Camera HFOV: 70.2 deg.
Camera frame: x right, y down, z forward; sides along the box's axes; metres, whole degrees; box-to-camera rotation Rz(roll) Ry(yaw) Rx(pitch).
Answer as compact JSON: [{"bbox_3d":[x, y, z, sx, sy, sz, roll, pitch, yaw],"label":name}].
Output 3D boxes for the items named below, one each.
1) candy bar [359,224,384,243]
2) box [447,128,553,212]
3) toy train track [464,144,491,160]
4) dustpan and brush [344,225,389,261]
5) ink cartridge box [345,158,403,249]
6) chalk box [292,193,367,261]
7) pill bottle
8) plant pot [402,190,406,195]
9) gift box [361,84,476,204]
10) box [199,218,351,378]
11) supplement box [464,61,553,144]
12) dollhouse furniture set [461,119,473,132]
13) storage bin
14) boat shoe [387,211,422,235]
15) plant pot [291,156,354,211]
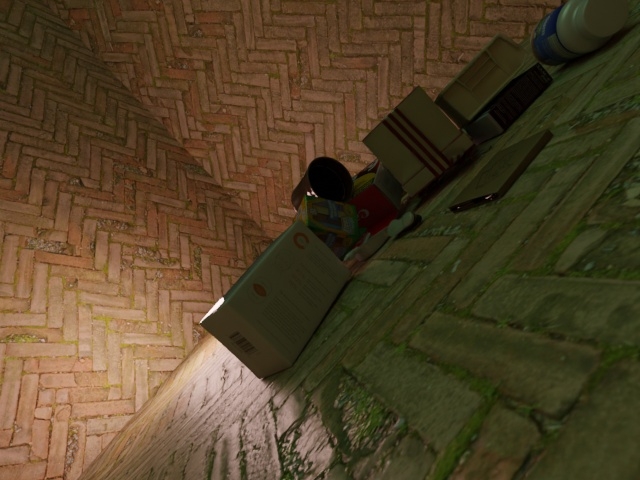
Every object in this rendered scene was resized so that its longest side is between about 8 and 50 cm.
[{"bbox_3d":[0.158,-0.006,1.464,0.161,0.018,0.040,-41,7,32],"label":"candy bar"},{"bbox_3d":[0.381,-0.145,0.975,0.201,0.021,0.164,-45,7,-18],"label":"box"},{"bbox_3d":[0.440,-0.240,1.269,0.083,0.014,0.048,-29,8,45],"label":"toy train track"},{"bbox_3d":[0.122,0.022,1.308,0.147,0.060,0.211,-39,8,36],"label":"dustpan and brush"},{"bbox_3d":[0.116,-0.100,1.518,0.309,0.130,0.272,-35,20,35],"label":"ink cartridge box"},{"bbox_3d":[0.034,-0.029,1.360,0.132,0.212,0.132,120,155,-47],"label":"chalk box"},{"bbox_3d":[0.700,-0.580,1.242,0.152,0.152,0.272,-43,6,8],"label":"pill bottle"},{"bbox_3d":[0.290,-0.205,1.683,0.083,0.081,0.081,-23,17,37],"label":"plant pot"},{"bbox_3d":[0.283,-0.275,1.345,0.255,0.258,0.276,-42,7,23],"label":"gift box"},{"bbox_3d":[-0.105,0.146,1.187,0.168,0.215,0.345,-37,11,46],"label":"box"},{"bbox_3d":[0.552,-0.401,1.344,0.239,0.073,0.130,-45,5,-9],"label":"supplement box"},{"bbox_3d":[0.500,-0.366,1.647,0.144,0.123,0.151,-39,43,38],"label":"dollhouse furniture set"},{"bbox_3d":[0.484,-0.476,1.430,0.260,0.123,0.262,-46,-4,4],"label":"storage bin"},{"bbox_3d":[0.222,-0.041,1.212,0.125,0.038,0.046,136,135,-57],"label":"boat shoe"},{"bbox_3d":[-0.007,-0.157,1.465,0.167,0.167,0.165,-48,8,-36],"label":"plant pot"}]
